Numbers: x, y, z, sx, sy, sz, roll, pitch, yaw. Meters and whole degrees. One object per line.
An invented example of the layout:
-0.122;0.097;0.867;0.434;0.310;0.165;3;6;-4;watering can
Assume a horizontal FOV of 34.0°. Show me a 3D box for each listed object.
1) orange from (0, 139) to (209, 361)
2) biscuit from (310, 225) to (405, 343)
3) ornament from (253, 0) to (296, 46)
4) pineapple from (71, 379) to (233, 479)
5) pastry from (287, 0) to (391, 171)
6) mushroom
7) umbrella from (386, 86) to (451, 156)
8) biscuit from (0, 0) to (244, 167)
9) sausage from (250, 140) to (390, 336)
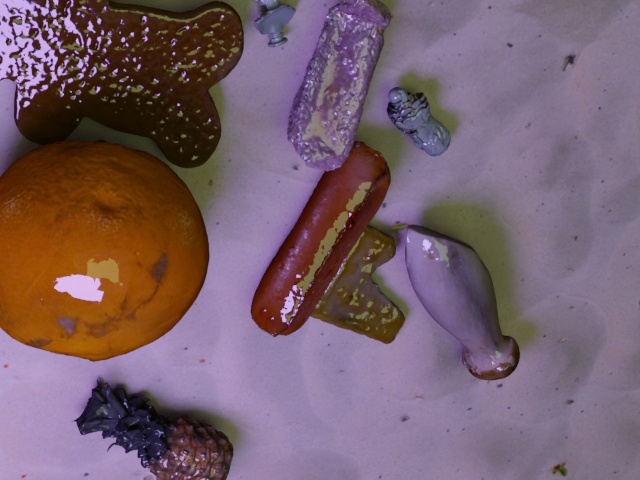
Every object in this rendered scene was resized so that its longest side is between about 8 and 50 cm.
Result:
-0.302;0.012;1.388;0.312;0.312;0.312;-7;113;-18;orange
0.082;0.069;1.702;0.174;0.039;0.183;19;104;-25;biscuit
-0.069;-0.322;1.488;0.068;0.041;0.092;-2;103;-41;ornament
-0.260;0.310;1.629;0.248;0.128;0.128;34;96;-23;pineapple
0.025;-0.237;1.524;0.103;0.112;0.265;16;111;-17;pastry
0.230;0.094;1.720;0.128;0.128;0.350;-34;120;-5;mushroom
0.150;-0.184;1.615;0.067;0.062;0.143;-24;130;25;umbrella
-0.321;-0.258;1.406;0.432;0.064;0.283;9;116;-22;biscuit
0.000;0.000;1.613;0.102;0.102;0.330;27;100;-27;sausage
